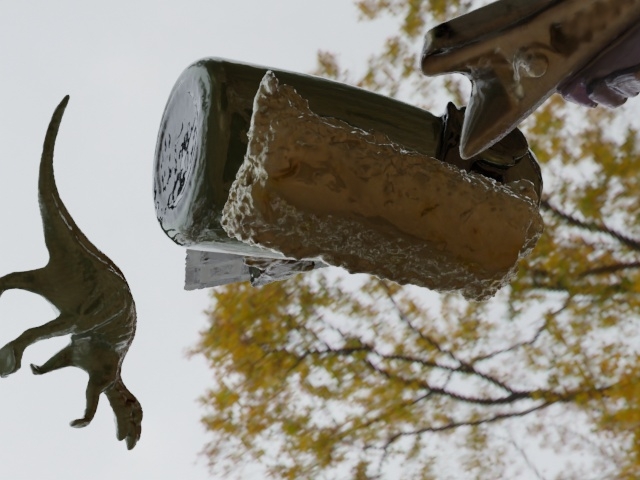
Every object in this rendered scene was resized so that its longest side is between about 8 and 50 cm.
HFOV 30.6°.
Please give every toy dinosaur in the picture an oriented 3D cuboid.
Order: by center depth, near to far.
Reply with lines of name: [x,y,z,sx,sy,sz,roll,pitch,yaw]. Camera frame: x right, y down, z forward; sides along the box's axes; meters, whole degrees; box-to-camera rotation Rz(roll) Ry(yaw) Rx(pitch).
toy dinosaur: [-0.268,0.048,1.208,0.205,0.092,0.392,-13,-78,-50]

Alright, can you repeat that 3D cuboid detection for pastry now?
pastry: [0.052,-0.019,0.866,0.258,0.121,0.089,21,-151,-18]

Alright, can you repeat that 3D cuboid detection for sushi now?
sushi: [0.000,0.000,1.586,0.359,0.343,0.064,-10,-113,-12]

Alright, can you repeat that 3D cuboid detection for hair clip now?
hair clip: [0.175,-0.143,0.561,0.084,0.292,0.106,43,-155,-30]

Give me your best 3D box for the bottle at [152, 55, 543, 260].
bottle: [0.034,-0.059,1.053,0.347,0.168,0.168,6,-118,-24]
